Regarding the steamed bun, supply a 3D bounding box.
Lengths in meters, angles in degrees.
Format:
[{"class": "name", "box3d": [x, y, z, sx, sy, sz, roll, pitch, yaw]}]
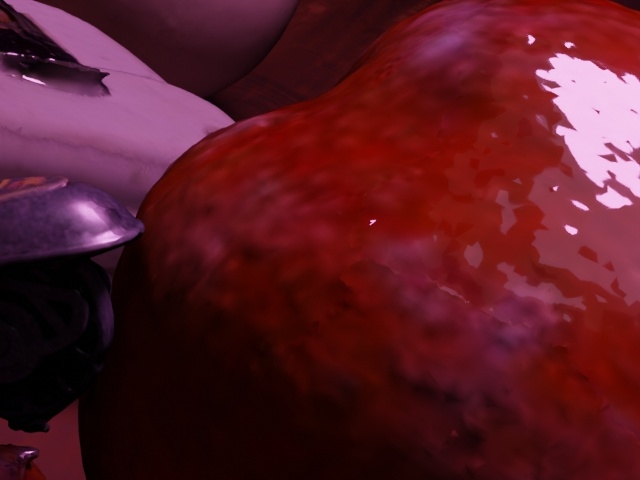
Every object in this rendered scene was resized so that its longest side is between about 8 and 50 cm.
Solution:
[{"class": "steamed bun", "box3d": [-0.166, -0.228, 1.031, 0.324, 0.206, 0.324, 32, 18, -12]}]

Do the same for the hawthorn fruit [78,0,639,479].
[{"class": "hawthorn fruit", "box3d": [0.062, 0.056, 0.492, 0.284, 0.284, 0.284, 23, 18, -8]}]

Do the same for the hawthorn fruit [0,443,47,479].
[{"class": "hawthorn fruit", "box3d": [-0.098, 0.095, 0.400, 0.081, 0.093, 0.081, 23, 20, -9]}]

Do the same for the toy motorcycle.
[{"class": "toy motorcycle", "box3d": [-0.182, -0.014, 0.418, 0.263, 0.157, 0.091, -6, 13, 8]}]

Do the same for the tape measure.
[{"class": "tape measure", "box3d": [-0.169, -0.043, 0.647, 0.258, 0.130, 0.265, 5, 26, -42]}]
